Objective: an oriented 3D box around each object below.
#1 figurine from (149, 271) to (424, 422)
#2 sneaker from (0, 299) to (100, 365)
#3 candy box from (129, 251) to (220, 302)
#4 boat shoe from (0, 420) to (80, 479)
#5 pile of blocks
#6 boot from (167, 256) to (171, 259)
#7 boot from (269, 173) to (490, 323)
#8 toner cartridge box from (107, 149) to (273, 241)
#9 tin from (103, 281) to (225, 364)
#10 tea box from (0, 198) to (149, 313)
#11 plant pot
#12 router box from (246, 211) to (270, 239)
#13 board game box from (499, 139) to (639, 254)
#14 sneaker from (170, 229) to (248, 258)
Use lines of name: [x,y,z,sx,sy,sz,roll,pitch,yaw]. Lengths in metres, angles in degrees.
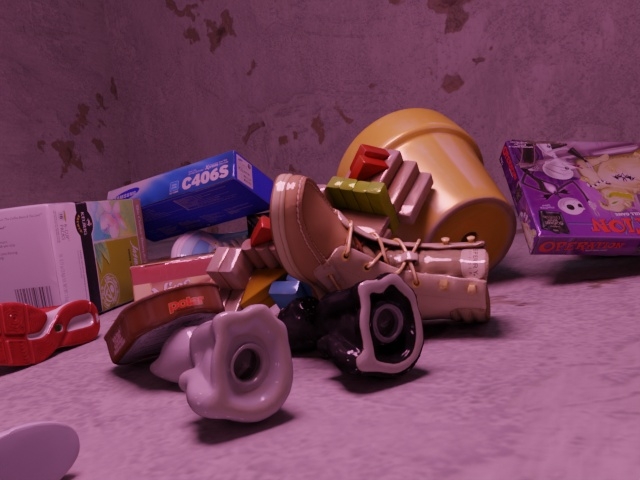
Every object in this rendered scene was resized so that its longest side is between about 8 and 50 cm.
figurine: [-0.048,0.099,0.565,0.215,0.092,0.209,-10,-3,-29]
sneaker: [-0.424,0.133,0.805,0.128,0.086,0.221,-15,-10,21]
candy box: [-0.217,0.068,1.004,0.183,0.087,0.316,-9,2,-14]
boat shoe: [-0.223,0.150,0.365,0.040,0.049,0.142,-4,8,38]
pile of blocks: [-0.004,-0.013,0.790,0.362,0.112,0.149,-40,45,-11]
boot: [-0.357,0.066,1.469,0.153,0.072,0.197,-4,-6,26]
boot: [0.075,0.017,0.631,0.204,0.095,0.262,-2,-37,24]
toner cartridge box: [-0.295,-0.092,1.331,0.348,0.075,0.165,-14,-26,22]
tin: [-0.173,0.095,0.646,0.106,0.040,0.190,-6,-20,-32]
tea box: [-0.563,0.041,1.163,0.329,0.219,0.323,-6,6,13]
plant pot: [0.183,-0.056,0.964,0.254,0.253,0.239,-9,36,-19]
router box: [0.000,0.000,1.235,0.243,0.080,0.309,-9,18,-20]
board game box: [0.463,-0.067,0.877,0.347,0.208,0.056,0,-37,-2]
sneaker: [-0.191,0.023,1.387,0.208,0.127,0.319,-7,5,23]
